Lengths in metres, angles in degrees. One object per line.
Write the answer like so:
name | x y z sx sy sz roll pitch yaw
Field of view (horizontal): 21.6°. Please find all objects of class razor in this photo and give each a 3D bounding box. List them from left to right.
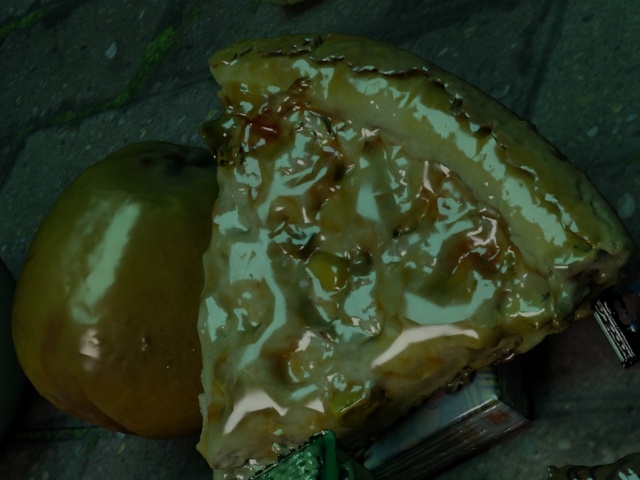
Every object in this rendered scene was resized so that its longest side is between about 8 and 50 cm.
razor | 0.321 0.001 1.300 0.253 0.042 0.082 -35 78 23

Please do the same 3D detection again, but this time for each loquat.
loquat | -0.167 0.046 1.632 0.276 0.276 0.284 34 116 58

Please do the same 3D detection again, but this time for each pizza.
pizza | 0.016 -0.028 1.424 0.435 0.080 0.392 -33 63 23

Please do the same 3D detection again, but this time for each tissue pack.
tissue pack | 0.103 0.134 1.424 0.148 0.060 0.108 -33 39 29

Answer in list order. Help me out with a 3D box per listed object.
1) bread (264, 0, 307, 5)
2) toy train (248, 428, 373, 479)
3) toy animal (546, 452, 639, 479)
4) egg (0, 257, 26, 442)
bread | -0.035 -0.330 2.022 0.103 0.156 0.110 -81 10 -47
toy train | -0.033 0.270 1.375 0.269 0.154 0.115 -35 34 25
toy animal | 0.258 0.214 1.102 0.114 0.116 0.255 -53 33 1
egg | -0.477 0.133 1.945 0.276 0.276 0.389 -36 33 24
